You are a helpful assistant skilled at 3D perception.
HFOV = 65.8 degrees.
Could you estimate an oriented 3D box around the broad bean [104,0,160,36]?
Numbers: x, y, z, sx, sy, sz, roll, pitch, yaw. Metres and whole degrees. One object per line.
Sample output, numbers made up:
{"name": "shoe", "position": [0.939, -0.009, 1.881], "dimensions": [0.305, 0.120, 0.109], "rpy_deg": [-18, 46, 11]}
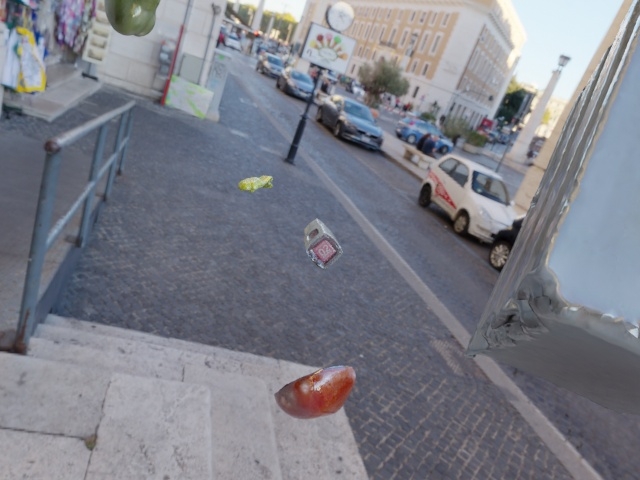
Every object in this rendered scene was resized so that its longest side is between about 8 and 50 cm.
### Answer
{"name": "broad bean", "position": [-0.519, -0.713, 1.391], "dimensions": [0.189, 0.263, 0.121], "rpy_deg": [32, 20, 17]}

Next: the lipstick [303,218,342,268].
{"name": "lipstick", "position": [0.000, 0.000, 1.326], "dimensions": [0.077, 0.079, 0.253], "rpy_deg": [48, 5, -12]}

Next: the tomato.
{"name": "tomato", "position": [0.004, 0.310, 0.993], "dimensions": [0.174, 0.166, 0.082], "rpy_deg": [-5, 63, -34]}

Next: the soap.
{"name": "soap", "position": [0.357, -0.042, 0.544], "dimensions": [0.213, 0.435, 0.350], "rpy_deg": [24, -16, 17]}

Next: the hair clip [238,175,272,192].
{"name": "hair clip", "position": [-0.215, -0.189, 1.656], "dimensions": [0.072, 0.046, 0.173], "rpy_deg": [7, 14, 23]}
